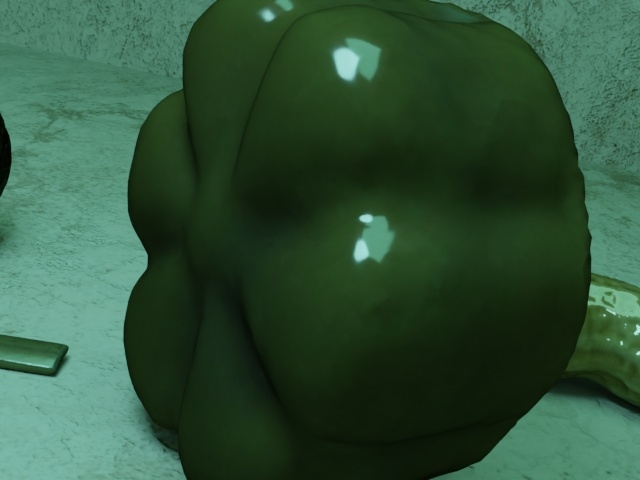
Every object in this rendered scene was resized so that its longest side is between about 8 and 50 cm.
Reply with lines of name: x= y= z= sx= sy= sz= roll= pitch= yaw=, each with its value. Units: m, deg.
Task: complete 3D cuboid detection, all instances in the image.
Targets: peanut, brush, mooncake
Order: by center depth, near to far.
mooncake: x=0.000 y=0.000 z=0.846 sx=0.262 sy=0.467 sz=0.467 roll=0 pitch=21 yaw=-33
brush: x=-0.410 y=0.093 z=1.000 sx=0.282 sy=0.048 sz=0.054 roll=11 pitch=22 yaw=-2
peanut: x=0.324 y=0.115 z=1.162 sx=0.325 sy=0.140 sz=0.153 roll=23 pitch=41 yaw=21

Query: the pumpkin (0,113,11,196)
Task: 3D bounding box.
pumpkin: x=-0.554 y=-0.130 z=1.221 sx=0.320 sy=0.320 sz=0.192 roll=13 pitch=63 yaw=9
